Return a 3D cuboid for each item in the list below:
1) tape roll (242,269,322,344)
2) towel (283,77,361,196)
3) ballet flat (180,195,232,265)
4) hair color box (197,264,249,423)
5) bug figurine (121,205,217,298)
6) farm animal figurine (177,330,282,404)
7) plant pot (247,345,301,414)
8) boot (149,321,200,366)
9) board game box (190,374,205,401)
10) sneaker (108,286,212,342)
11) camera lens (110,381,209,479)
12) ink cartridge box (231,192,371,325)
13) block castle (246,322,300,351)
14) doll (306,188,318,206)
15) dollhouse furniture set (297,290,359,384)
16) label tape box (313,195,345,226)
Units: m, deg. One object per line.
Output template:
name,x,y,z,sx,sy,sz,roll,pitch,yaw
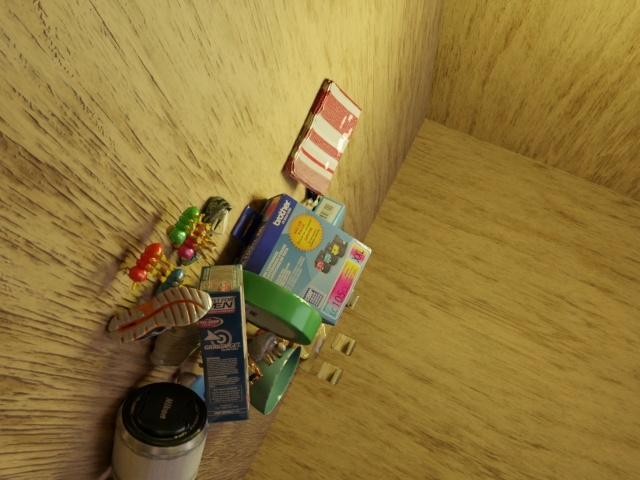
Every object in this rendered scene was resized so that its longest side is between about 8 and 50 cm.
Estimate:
tape roll,-0.155,0.189,1.614,0.321,0.321,0.077,83,31,-67
towel,0.019,-0.325,1.848,0.237,0.037,0.328,26,88,-57
ballet flat,-0.268,-0.015,1.361,0.188,0.070,0.070,-65,168,-2
hair color box,-0.234,0.250,1.400,0.174,0.105,0.347,-112,-160,-70
bug figurine,-0.317,0.037,1.229,0.216,0.072,0.279,-55,170,-16
farm animal figurine,-0.311,0.399,1.682,0.330,0.172,0.326,-32,168,-44
plant pot,-0.226,0.493,2.192,0.290,0.196,0.290,-60,167,-24
boot,-0.354,0.257,1.501,0.123,0.095,0.258,-61,160,8
board game box,-0.414,0.490,1.765,0.168,0.033,0.133,-47,138,-35
sneaker,-0.338,0.158,1.216,0.215,0.084,0.083,-16,168,-11
camera lens,-0.404,0.513,1.430,0.219,0.220,0.274,-46,156,-57
ink cartridge box,-0.084,0.044,1.688,0.269,0.396,0.151,-64,-161,-15
block castle,-0.124,0.232,2.083,0.302,0.213,0.453,-67,168,6
doll,-0.022,-0.186,2.101,0.189,0.046,0.129,106,4,-58
dollhouse furniture set,-0.006,0.366,2.460,0.394,0.362,0.256,-63,167,-7
label tape box,0.000,0.000,2.403,0.249,0.115,0.347,-61,171,-18
